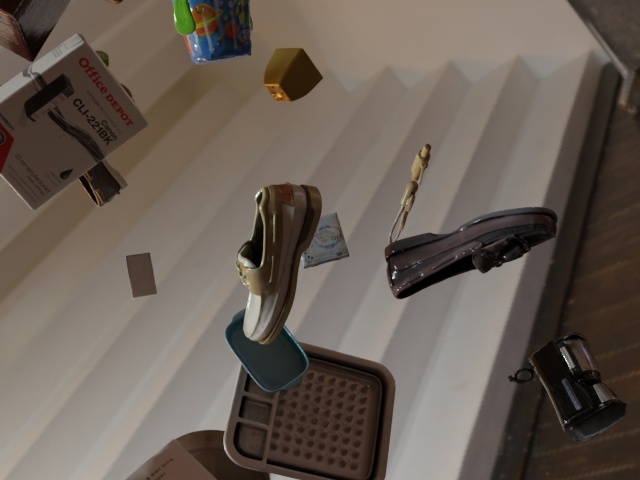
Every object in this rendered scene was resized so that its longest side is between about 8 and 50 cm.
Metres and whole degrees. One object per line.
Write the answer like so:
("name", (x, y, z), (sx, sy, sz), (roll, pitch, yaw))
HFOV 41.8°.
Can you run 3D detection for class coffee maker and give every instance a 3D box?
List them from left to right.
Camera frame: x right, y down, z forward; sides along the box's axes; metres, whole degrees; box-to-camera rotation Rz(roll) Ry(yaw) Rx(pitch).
("coffee maker", (0.487, 0.299, 1.646), (0.171, 0.120, 0.178), (-52, 34, 31))

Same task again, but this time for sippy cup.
("sippy cup", (-0.287, -0.602, 2.294), (0.305, 0.224, 0.240), (-16, 12, -30))

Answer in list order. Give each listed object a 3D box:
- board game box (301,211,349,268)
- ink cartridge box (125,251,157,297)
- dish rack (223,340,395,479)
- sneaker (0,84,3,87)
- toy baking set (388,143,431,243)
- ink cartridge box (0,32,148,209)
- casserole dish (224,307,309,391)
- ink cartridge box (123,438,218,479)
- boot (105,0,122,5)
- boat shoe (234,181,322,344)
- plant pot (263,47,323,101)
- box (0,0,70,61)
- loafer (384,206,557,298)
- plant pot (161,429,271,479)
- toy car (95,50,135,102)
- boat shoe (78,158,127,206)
("board game box", (0.000, 0.000, 1.599), (0.090, 0.090, 0.020), (-15, -17, -3))
("ink cartridge box", (-0.447, 0.090, 2.093), (0.062, 0.104, 0.181), (-10, -3, -13))
("dish rack", (-0.022, 0.358, 1.714), (0.072, 0.333, 0.285), (118, 165, -56))
("sneaker", (-0.880, -0.284, 2.080), (0.182, 0.127, 0.315), (63, -144, -67))
("toy baking set", (0.191, -0.096, 1.842), (0.256, 0.030, 0.196), (99, -167, -74))
("ink cartridge box", (-0.488, -0.222, 1.553), (0.273, 0.197, 0.114), (-38, 31, -6))
("casserole dish", (-0.105, 0.214, 1.621), (0.114, 0.188, 0.037), (-31, -22, -22))
("ink cartridge box", (-0.114, 0.488, 1.082), (0.160, 0.385, 0.279), (-37, -28, -33))
("boot", (-0.541, -0.578, 1.797), (0.112, 0.305, 0.115), (-59, -25, -3))
("boat shoe", (-0.093, 0.038, 1.428), (0.113, 0.103, 0.302), (51, 129, 56))
("plant pot", (-0.063, -0.314, 1.622), (0.081, 0.081, 0.083), (13, 62, 46))
("box", (-0.460, -0.395, 1.208), (0.167, 0.168, 0.203), (-63, 8, -10))
("loafer", (0.246, 0.028, 1.379), (0.302, 0.109, 0.095), (-16, 60, 30))
("plant pot", (-0.224, 0.555, 1.685), (0.263, 0.263, 0.229), (-40, 24, 12))
("toy car", (-0.493, -0.318, 1.929), (0.149, 0.188, 0.155), (-37, -31, -36))
("boat shoe", (-0.610, -0.207, 2.125), (0.116, 0.324, 0.096), (32, 73, 34))
